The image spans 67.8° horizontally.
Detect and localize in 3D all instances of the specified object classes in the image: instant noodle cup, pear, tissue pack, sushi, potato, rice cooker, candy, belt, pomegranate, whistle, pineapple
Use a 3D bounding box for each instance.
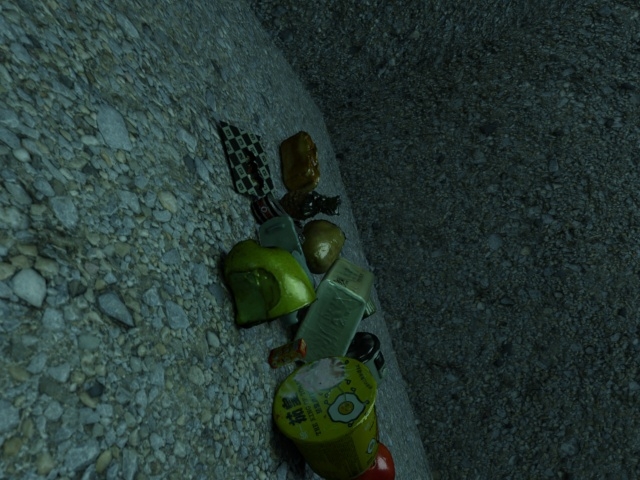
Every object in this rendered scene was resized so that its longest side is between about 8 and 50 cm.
[{"bbox_3d":[0.041,0.563,1.480,0.326,0.325,0.254,-86,161,-59],"label":"instant noodle cup"},{"bbox_3d":[-0.161,0.110,1.420,0.164,0.238,0.256,-10,82,-70],"label":"pear"},{"bbox_3d":[0.058,0.276,1.860,0.205,0.332,0.405,26,13,4],"label":"tissue pack"},{"bbox_3d":[-0.295,-0.300,1.872,0.264,0.050,0.290,3,69,-60],"label":"sushi"},{"bbox_3d":[-0.014,0.045,2.222,0.229,0.229,0.266,65,30,-22],"label":"potato"},{"bbox_3d":[0.168,0.532,2.115,0.280,0.241,0.227,-43,120,-43],"label":"rice cooker"},{"bbox_3d":[-0.106,0.363,1.530,0.038,0.121,0.062,60,16,-20],"label":"candy"},{"bbox_3d":[-0.167,-0.077,1.963,0.359,0.094,0.126,49,26,-58],"label":"belt"},{"bbox_3d":[0.155,0.837,1.730,0.221,0.220,0.257,-92,-176,-51],"label":"pomegranate"},{"bbox_3d":[-0.132,0.099,1.693,0.405,0.168,0.188,-93,158,-48],"label":"whistle"},{"bbox_3d":[-0.046,-0.146,2.100,0.170,0.309,0.141,-28,114,-44],"label":"pineapple"}]

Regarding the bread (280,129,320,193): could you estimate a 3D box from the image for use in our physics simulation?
[{"bbox_3d":[-0.100,-0.399,2.475,0.149,0.195,0.344,46,29,-47],"label":"bread"}]

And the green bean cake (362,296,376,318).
[{"bbox_3d":[0.166,0.362,2.404,0.113,0.214,0.200,66,13,9],"label":"green bean cake"}]
